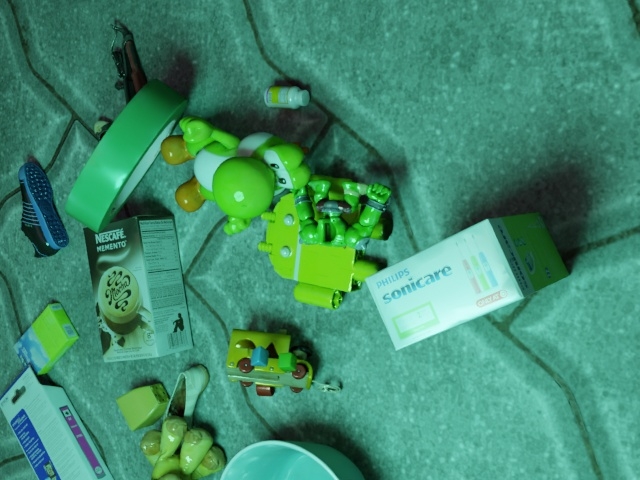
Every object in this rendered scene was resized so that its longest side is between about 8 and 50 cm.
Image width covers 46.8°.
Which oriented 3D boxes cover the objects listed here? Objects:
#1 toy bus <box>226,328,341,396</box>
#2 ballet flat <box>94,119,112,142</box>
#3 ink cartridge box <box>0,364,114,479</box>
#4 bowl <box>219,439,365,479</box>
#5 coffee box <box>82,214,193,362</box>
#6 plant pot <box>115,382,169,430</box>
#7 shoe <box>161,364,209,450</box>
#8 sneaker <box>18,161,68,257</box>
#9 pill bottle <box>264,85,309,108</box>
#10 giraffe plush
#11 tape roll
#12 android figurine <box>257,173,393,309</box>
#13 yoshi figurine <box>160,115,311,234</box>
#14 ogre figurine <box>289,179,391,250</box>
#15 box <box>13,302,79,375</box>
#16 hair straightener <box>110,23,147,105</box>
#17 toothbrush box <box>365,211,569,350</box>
[{"bbox_3d":[-0.085,0.226,1.429,0.191,0.202,0.104,-18,53,37],"label":"toy bus"},{"bbox_3d":[-0.463,-0.204,1.662,0.057,0.049,0.173,-42,72,25],"label":"ballet flat"},{"bbox_3d":[-0.650,0.497,1.810,0.176,0.069,0.371,-44,74,26],"label":"ink cartridge box"},{"bbox_3d":[-0.026,0.505,1.381,0.311,0.163,0.311,2,95,30],"label":"bowl"},{"bbox_3d":[-0.394,0.102,1.600,0.168,0.119,0.297,-11,88,32],"label":"coffee box"},{"bbox_3d":[-0.383,0.360,1.636,0.083,0.081,0.081,-36,75,17],"label":"plant pot"},{"bbox_3d":[-0.308,0.366,1.600,0.076,0.058,0.219,30,108,26],"label":"shoe"},{"bbox_3d":[-0.692,-0.070,1.789,0.090,0.081,0.232,-25,82,22],"label":"sneaker"},{"bbox_3d":[-0.064,-0.275,1.423,0.083,0.043,0.043,9,98,30],"label":"pill bottle"},{"bbox_3d":[-0.316,0.495,1.519,0.181,0.170,0.210,31,115,-3],"label":"giraffe plush"},{"bbox_3d":[-0.381,-0.167,1.466,0.077,0.321,0.321,34,113,-9],"label":"tape roll"},{"bbox_3d":[0.000,0.000,1.398,0.273,0.056,0.248,12,99,28],"label":"android figurine"},{"bbox_3d":[-0.180,-0.120,1.365,0.362,0.203,0.203,6,75,49],"label":"yoshi figurine"},{"bbox_3d":[0.025,-0.045,1.299,0.197,0.097,0.118,7,85,14],"label":"ogre figurine"},{"bbox_3d":[-0.677,0.249,1.823,0.178,0.042,0.109,-44,71,26],"label":"box"},{"bbox_3d":[-0.437,-0.369,1.637,0.089,0.047,0.230,-24,81,29],"label":"hair straightener"},{"bbox_3d":[0.232,0.055,1.129,0.206,0.283,0.122,-28,79,28],"label":"toothbrush box"}]
